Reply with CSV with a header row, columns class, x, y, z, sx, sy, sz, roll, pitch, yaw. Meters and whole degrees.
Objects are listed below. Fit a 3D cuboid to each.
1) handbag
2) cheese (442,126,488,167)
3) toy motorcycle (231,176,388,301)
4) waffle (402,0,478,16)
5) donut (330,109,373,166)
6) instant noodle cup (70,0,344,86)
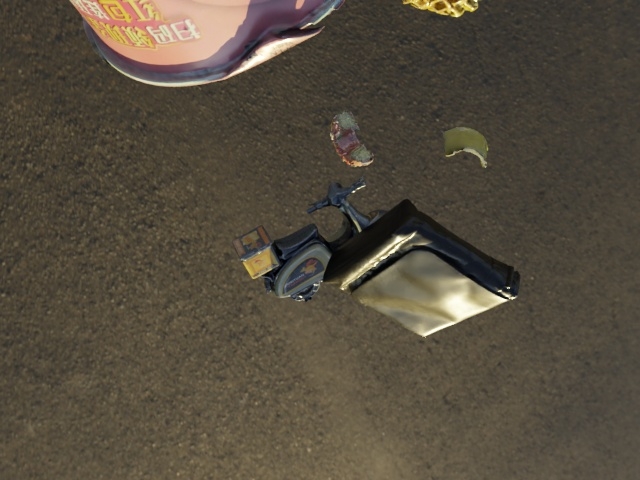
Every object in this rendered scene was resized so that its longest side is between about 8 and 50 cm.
class,x,y,z,sx,sy,sz,roll,pitch,yaw
handbag,0.149,0.049,1.000,0.223,0.080,0.247,30,147,-15
cheese,0.247,-0.163,1.103,0.084,0.060,0.041,14,146,4
toy motorcycle,0.000,0.000,1.110,0.263,0.091,0.157,-30,128,-4
waffle,0.231,-0.500,1.241,0.194,0.051,0.149,15,147,-8
donut,0.077,-0.273,1.820,0.065,0.117,0.166,-25,86,-21
instant noodle cup,-0.111,-0.245,0.342,0.244,0.244,0.255,-42,150,3
